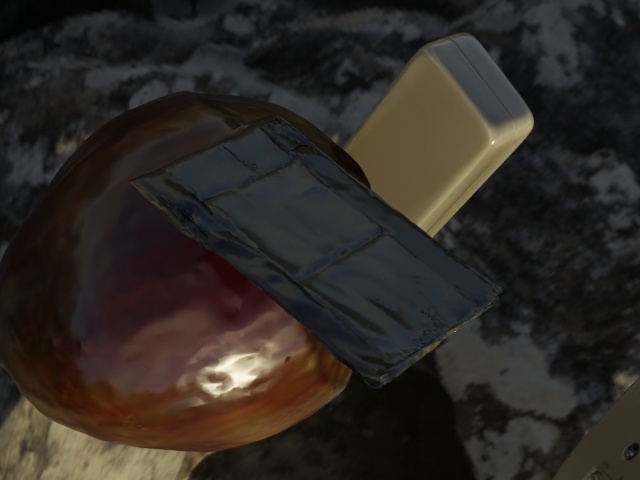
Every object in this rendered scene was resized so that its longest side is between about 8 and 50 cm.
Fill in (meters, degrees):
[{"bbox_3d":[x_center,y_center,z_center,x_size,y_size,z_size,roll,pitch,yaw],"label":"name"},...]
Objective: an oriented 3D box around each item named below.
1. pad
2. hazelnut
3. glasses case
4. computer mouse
[{"bbox_3d":[0.000,0.001,1.018,0.233,0.022,0.174,38,38,16],"label":"pad"},{"bbox_3d":[-0.133,0.037,1.436,0.421,0.421,0.352,-44,115,-22],"label":"hazelnut"},{"bbox_3d":[0.105,-0.087,1.661,0.076,0.336,0.144,-25,75,-38],"label":"glasses case"},{"bbox_3d":[0.295,0.199,1.260,0.082,0.145,0.236,37,96,-29],"label":"computer mouse"}]
